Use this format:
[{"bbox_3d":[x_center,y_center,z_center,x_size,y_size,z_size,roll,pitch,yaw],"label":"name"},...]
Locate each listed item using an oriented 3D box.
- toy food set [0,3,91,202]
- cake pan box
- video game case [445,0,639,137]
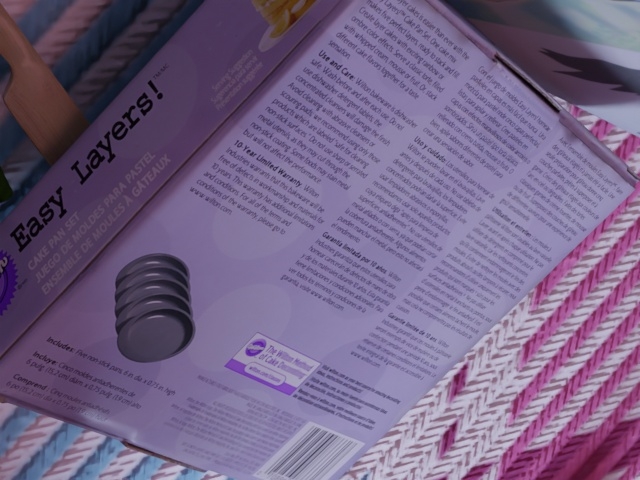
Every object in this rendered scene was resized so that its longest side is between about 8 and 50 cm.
[{"bbox_3d":[-0.196,-0.025,0.680,0.192,0.038,0.132,-35,126,-6],"label":"toy food set"},{"bbox_3d":[0.000,0.000,0.755,0.246,0.070,0.267,-45,142,13],"label":"cake pan box"},{"bbox_3d":[0.194,-0.104,0.694,0.300,0.329,0.036,21,76,-31],"label":"video game case"}]
